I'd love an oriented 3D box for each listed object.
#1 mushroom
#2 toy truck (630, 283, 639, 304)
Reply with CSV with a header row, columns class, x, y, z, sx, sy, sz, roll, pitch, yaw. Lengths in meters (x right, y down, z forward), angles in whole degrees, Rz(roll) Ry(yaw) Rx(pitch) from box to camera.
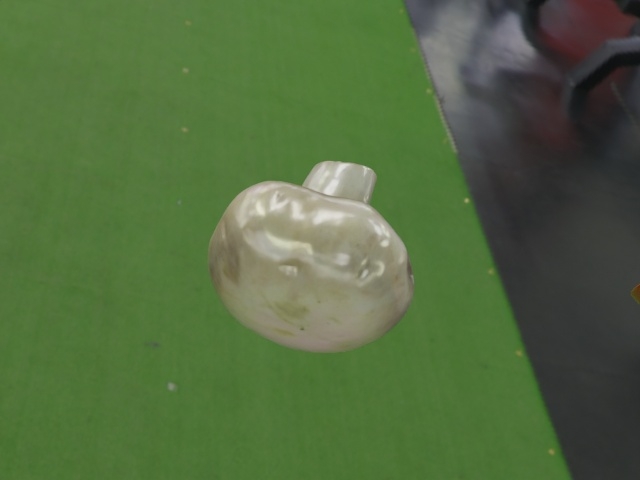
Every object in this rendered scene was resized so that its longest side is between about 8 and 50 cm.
class,x,y,z,sx,sy,sz,roll,pitch,yaw
mushroom,-0.016,0.020,1.629,0.325,0.353,0.353,10,33,-51
toy truck,0.422,0.090,1.028,0.114,0.107,0.252,-21,75,-3
